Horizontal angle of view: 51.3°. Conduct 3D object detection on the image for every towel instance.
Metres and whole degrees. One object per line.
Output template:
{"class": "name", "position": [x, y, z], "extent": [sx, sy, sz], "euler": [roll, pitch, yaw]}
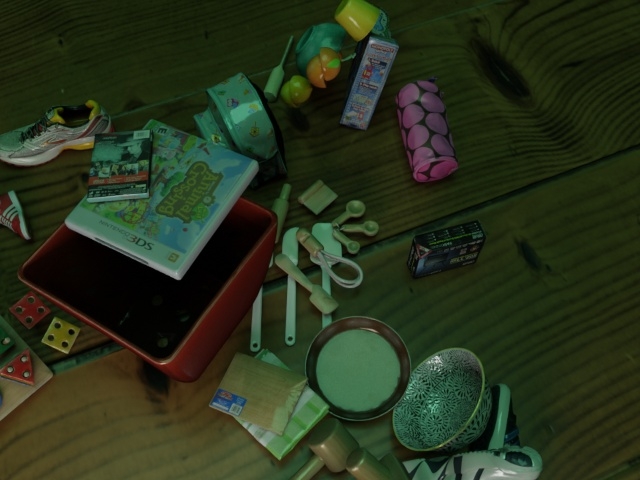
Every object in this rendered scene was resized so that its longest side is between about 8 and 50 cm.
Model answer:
{"class": "towel", "position": [-0.074, 0.251, 1.030], "extent": [0.113, 0.023, 0.152], "euler": [-43, 59, -18]}

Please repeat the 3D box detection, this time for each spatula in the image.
{"class": "spatula", "position": [-0.046, 0.076, 1.150], "extent": [0.168, 0.019, 0.242], "euler": [0, 59, -2]}

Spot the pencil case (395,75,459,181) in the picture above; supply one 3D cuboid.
{"class": "pencil case", "position": [0.209, -0.212, 1.286], "extent": [0.098, 0.095, 0.209], "euler": [7, 59, -21]}

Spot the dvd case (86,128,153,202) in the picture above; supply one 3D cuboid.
{"class": "dvd case", "position": [-0.287, -0.109, 0.960], "extent": [0.087, 0.013, 0.119], "euler": [-6, 59, -1]}

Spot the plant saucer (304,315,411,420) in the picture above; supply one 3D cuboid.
{"class": "plant saucer", "position": [0.060, 0.204, 1.060], "extent": [0.168, 0.029, 0.168], "euler": [-2, 66, 4]}

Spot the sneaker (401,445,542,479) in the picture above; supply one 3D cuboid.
{"class": "sneaker", "position": [0.205, 0.361, 0.885], "extent": [0.094, 0.235, 0.153], "euler": [10, 64, -43]}

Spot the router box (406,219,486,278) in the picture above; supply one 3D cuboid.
{"class": "router box", "position": [0.215, 0.017, 1.146], "extent": [0.122, 0.092, 0.038], "euler": [-14, 61, -8]}

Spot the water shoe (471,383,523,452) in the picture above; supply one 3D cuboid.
{"class": "water shoe", "position": [0.272, 0.318, 0.993], "extent": [0.080, 0.073, 0.203], "euler": [21, 62, -14]}

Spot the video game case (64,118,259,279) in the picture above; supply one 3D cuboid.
{"class": "video game case", "position": [-0.223, -0.067, 0.953], "extent": [0.193, 0.023, 0.212], "euler": [23, 61, 16]}

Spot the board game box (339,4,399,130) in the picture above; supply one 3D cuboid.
{"class": "board game box", "position": [0.101, -0.352, 1.300], "extent": [0.060, 0.194, 0.194], "euler": [15, 60, -7]}

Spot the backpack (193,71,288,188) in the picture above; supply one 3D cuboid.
{"class": "backpack", "position": [-0.148, -0.200, 1.213], "extent": [0.144, 0.188, 0.166], "euler": [-22, 63, -13]}

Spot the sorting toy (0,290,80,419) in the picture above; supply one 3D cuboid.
{"class": "sorting toy", "position": [-0.490, 0.192, 1.008], "extent": [0.132, 0.046, 0.274], "euler": [51, 53, -7]}

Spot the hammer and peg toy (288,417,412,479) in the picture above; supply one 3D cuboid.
{"class": "hammer and peg toy", "position": [0.022, 0.399, 0.845], "extent": [0.266, 0.361, 0.127], "euler": [-44, 106, 0]}

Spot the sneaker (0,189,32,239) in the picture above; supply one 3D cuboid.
{"class": "sneaker", "position": [-0.562, -0.036, 1.194], "extent": [0.067, 0.042, 0.118], "euler": [-24, 55, -19]}

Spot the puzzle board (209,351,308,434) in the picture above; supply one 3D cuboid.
{"class": "puzzle board", "position": [-0.095, 0.233, 1.024], "extent": [0.128, 0.011, 0.096], "euler": [15, 60, 20]}

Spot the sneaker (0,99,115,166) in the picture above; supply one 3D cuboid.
{"class": "sneaker", "position": [-0.516, -0.214, 1.272], "extent": [0.225, 0.093, 0.088], "euler": [-21, 62, -12]}

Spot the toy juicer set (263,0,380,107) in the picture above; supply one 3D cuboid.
{"class": "toy juicer set", "position": [-0.014, -0.338, 1.308], "extent": [0.089, 0.329, 0.209], "euler": [31, 78, -24]}

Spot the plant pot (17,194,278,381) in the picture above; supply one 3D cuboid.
{"class": "plant pot", "position": [-0.233, 0.065, 1.024], "extent": [0.267, 0.236, 0.267], "euler": [27, 63, 17]}

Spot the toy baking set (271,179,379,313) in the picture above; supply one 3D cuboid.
{"class": "toy baking set", "position": [-0.006, -0.003, 1.168], "extent": [0.197, 0.030, 0.256], "euler": [16, 59, 9]}

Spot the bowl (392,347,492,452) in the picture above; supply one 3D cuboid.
{"class": "bowl", "position": [0.197, 0.253, 0.994], "extent": [0.080, 0.170, 0.170], "euler": [41, 60, -22]}
